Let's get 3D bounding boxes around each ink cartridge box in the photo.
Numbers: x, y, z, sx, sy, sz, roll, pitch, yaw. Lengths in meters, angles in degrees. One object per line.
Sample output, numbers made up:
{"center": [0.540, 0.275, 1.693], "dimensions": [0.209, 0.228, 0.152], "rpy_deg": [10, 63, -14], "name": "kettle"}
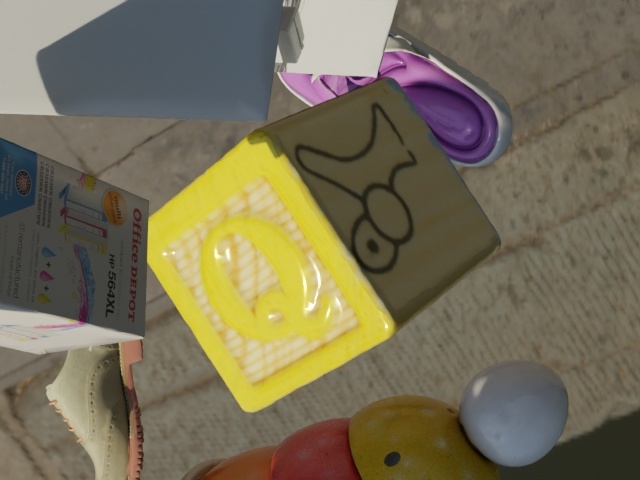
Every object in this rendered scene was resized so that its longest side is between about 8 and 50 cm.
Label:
{"center": [-0.080, -0.326, 1.386], "dimensions": [0.308, 0.223, 0.129], "rpy_deg": [0, 137, -15], "name": "ink cartridge box"}
{"center": [-0.168, 0.010, 0.648], "dimensions": [0.090, 0.143, 0.092], "rpy_deg": [-10, 71, 31], "name": "ink cartridge box"}

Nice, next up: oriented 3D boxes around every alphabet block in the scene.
{"center": [0.000, 0.000, 0.945], "dimensions": [0.193, 0.197, 0.192], "rpy_deg": [-37, 85, 40], "name": "alphabet block"}

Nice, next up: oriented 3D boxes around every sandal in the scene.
{"center": [0.083, -0.225, 1.584], "dimensions": [0.416, 0.102, 0.169], "rpy_deg": [24, 118, 31], "name": "sandal"}

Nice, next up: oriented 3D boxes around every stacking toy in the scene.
{"center": [0.085, 0.292, 1.305], "dimensions": [0.350, 0.350, 0.480], "rpy_deg": [44, 109, -10], "name": "stacking toy"}

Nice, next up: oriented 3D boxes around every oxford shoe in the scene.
{"center": [-0.354, 0.267, 1.732], "dimensions": [0.147, 0.140, 0.396], "rpy_deg": [0, 78, -17], "name": "oxford shoe"}

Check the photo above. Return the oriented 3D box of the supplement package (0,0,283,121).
{"center": [-0.166, -0.198, 0.748], "dimensions": [0.262, 0.145, 0.204], "rpy_deg": [-1, 111, -27], "name": "supplement package"}
